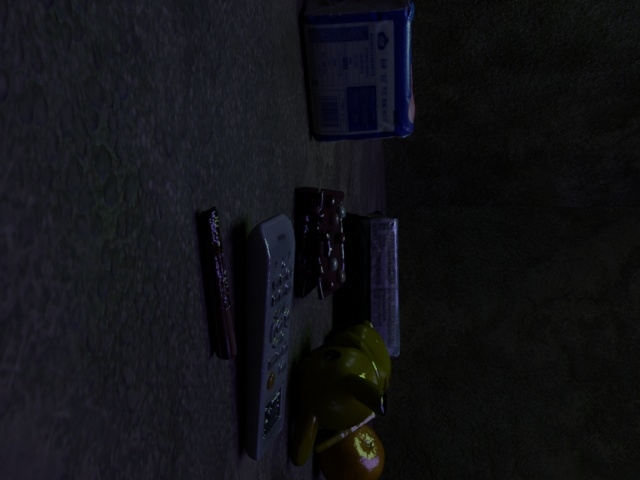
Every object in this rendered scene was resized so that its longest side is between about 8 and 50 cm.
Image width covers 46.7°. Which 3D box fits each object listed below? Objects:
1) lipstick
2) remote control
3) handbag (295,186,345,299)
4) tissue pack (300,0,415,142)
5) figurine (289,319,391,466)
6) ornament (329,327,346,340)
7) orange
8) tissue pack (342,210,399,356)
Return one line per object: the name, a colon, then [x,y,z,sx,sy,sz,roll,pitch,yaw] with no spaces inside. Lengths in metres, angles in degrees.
lipstick: [-0.112,0.048,0.806,0.027,0.027,0.176,-71,158,-64]
remote control: [-0.077,0.124,0.979,0.109,0.055,0.313,-37,132,-72]
handbag: [0.003,0.000,1.403,0.216,0.074,0.203,-18,108,-81]
tissue pack: [0.076,-0.336,1.430,0.137,0.209,0.269,-93,176,-51]
figurine: [0.036,0.274,1.386,0.169,0.218,0.327,51,16,5]
ornament: [0.055,0.332,1.777,0.202,0.080,0.236,26,63,-86]
orange: [0.061,0.472,1.628,0.136,0.159,0.159,-40,-154,36]
tissue pack: [0.132,0.107,1.934,0.259,0.122,0.361,-148,-122,-78]
